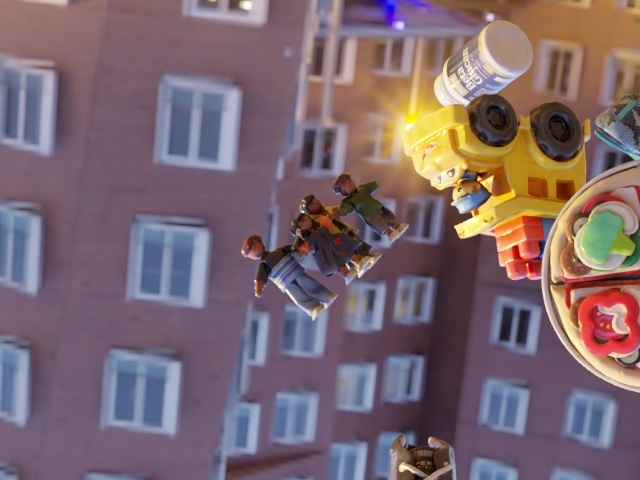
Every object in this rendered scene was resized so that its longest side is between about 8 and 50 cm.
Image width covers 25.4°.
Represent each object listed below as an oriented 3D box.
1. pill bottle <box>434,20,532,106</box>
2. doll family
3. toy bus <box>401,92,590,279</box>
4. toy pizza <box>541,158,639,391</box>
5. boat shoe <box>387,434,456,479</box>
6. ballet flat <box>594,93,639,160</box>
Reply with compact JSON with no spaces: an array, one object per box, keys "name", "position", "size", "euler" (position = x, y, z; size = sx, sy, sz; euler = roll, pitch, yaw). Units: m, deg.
[{"name":"pill bottle","position":[0.256,-0.274,2.275],"size":[0.094,0.094,0.169],"euler":[-2,160,-30]},{"name":"doll family","position":[0.000,0.000,1.496],"size":[0.111,0.076,0.193],"euler":[43,-137,6]},{"name":"toy bus","position":[0.225,-0.059,1.761],"size":[0.220,0.211,0.149],"euler":[5,163,-29]},{"name":"toy pizza","position":[0.284,0.029,1.192],"size":[0.201,0.201,0.032],"euler":[11,180,22]},{"name":"boat shoe","position":[0.126,0.352,1.825],"size":[0.127,0.158,0.340],"euler":[2,-175,-4]},{"name":"ballet flat","position":[0.333,-0.111,1.446],"size":[0.070,0.070,0.188],"euler":[12,-179,23]}]
